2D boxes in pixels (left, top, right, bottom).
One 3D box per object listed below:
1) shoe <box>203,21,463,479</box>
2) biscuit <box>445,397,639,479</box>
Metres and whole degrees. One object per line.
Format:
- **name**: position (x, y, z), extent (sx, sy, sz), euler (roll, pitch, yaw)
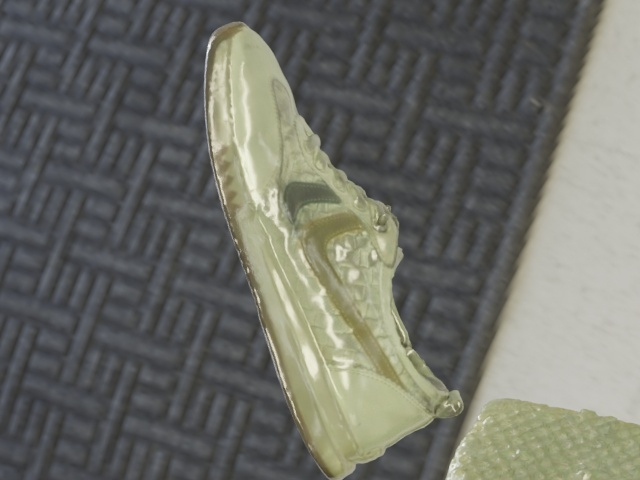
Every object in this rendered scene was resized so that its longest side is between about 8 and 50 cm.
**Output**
- **shoe**: position (0.000, 0.000, 1.074), extent (0.098, 0.103, 0.274), euler (-19, 96, -1)
- **biscuit**: position (0.089, 0.152, 0.788), extent (0.121, 0.040, 0.199), euler (11, 44, 26)
